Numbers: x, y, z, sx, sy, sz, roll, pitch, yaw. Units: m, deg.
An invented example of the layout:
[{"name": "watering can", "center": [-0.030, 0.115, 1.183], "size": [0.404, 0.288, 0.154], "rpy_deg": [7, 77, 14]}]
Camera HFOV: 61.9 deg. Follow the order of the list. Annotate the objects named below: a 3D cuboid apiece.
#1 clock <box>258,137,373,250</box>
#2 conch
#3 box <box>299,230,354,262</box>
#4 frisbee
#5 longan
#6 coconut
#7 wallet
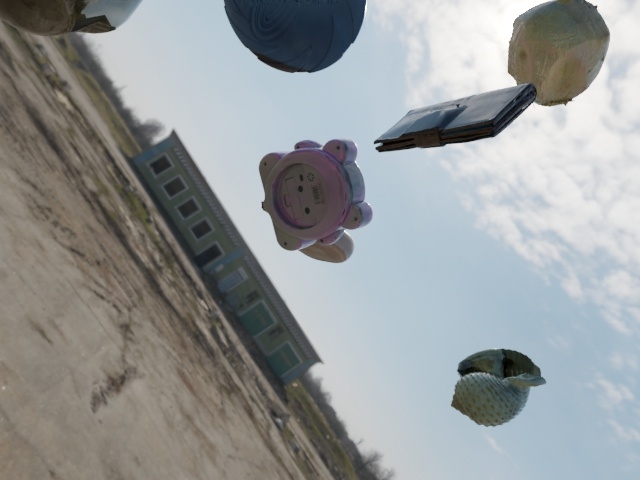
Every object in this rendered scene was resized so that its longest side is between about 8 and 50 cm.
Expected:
[{"name": "clock", "center": [-0.013, -0.100, 1.138], "size": [0.247, 0.090, 0.228], "rpy_deg": [-12, -86, 40]}, {"name": "conch", "center": [0.302, 0.260, 0.939], "size": [0.135, 0.153, 0.102], "rpy_deg": [-107, -167, -50]}, {"name": "box", "center": [0.000, 0.000, 1.412], "size": [0.146, 0.088, 0.200], "rpy_deg": [35, -17, -33]}, {"name": "frisbee", "center": [-0.049, -0.371, 0.814], "size": [0.241, 0.045, 0.242], "rpy_deg": [12, -52, 17]}, {"name": "longan", "center": [-0.544, -0.615, 1.105], "size": [0.336, 0.405, 0.405], "rpy_deg": [22, -26, 23]}, {"name": "coconut", "center": [0.445, -0.367, 1.006], "size": [0.194, 0.194, 0.194], "rpy_deg": [53, -11, 16]}, {"name": "wallet", "center": [0.195, -0.181, 0.806], "size": [0.230, 0.124, 0.042], "rpy_deg": [5, -52, 51]}]
